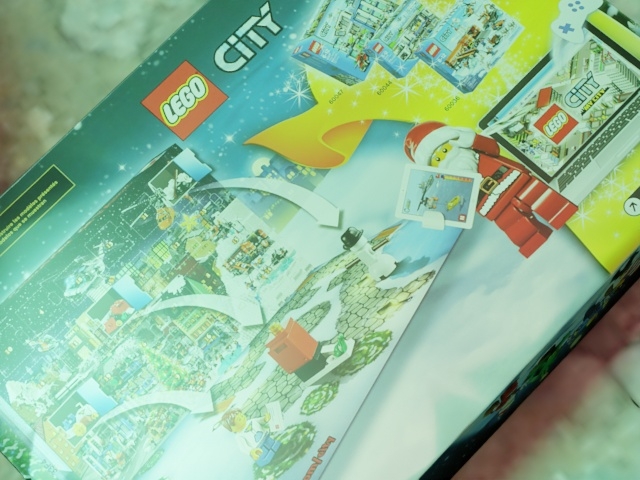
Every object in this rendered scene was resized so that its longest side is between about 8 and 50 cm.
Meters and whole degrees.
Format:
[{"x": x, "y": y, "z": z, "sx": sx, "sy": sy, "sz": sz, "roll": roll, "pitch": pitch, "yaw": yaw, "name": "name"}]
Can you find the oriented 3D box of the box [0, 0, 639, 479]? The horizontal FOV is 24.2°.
[{"x": 0.000, "y": 0.000, "z": 0.473, "sx": 0.159, "sy": 0.044, "sz": 0.233, "roll": 42, "pitch": 79, "yaw": 19, "name": "box"}]
